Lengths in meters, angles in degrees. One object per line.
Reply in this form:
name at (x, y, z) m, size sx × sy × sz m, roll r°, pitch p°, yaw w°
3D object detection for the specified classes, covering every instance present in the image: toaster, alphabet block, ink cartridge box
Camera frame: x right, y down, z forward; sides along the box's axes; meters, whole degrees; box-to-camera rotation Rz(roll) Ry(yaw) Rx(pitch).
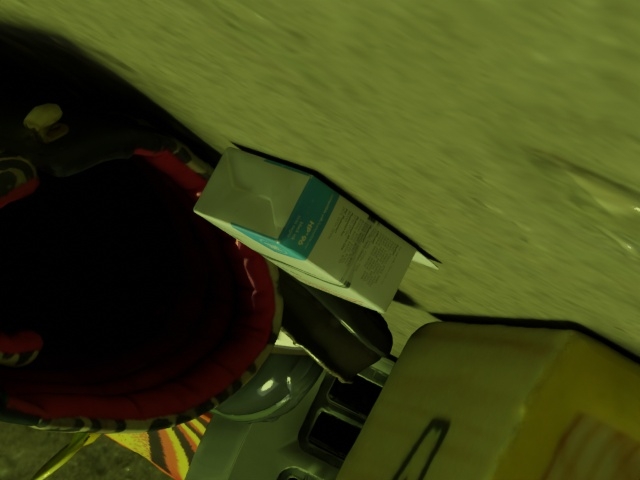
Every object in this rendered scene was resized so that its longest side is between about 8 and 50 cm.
toaster at (0.005, 0.148, 1.177) m, size 0.186 × 0.168 × 0.110 m, roll 28°, pitch 169°, yaw -13°
alphabet block at (0.102, 0.157, 0.768) m, size 0.192 × 0.193 × 0.197 m, roll 27°, pitch 173°, yaw -12°
ink cartridge box at (0.000, 0.000, 0.678) m, size 0.048 × 0.028 × 0.083 m, roll 21°, pitch 171°, yaw 45°

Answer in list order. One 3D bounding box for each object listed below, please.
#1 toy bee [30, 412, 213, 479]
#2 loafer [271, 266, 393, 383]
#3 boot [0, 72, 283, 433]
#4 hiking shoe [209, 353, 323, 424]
toy bee at (-0.152, 0.084, 1.330) m, size 0.298 × 0.195 × 0.162 m, roll 54°, pitch 148°, yaw 25°
loafer at (-0.064, 0.025, 0.887) m, size 0.220 × 0.078 × 0.080 m, roll 23°, pitch 172°, yaw 31°
boot at (-0.210, -0.041, 0.717) m, size 0.284 × 0.138 × 0.377 m, roll 23°, pitch 176°, yaw 37°
hiking shoe at (-0.089, 0.029, 0.981) m, size 0.114 × 0.086 × 0.227 m, roll 29°, pitch 174°, yaw -40°
